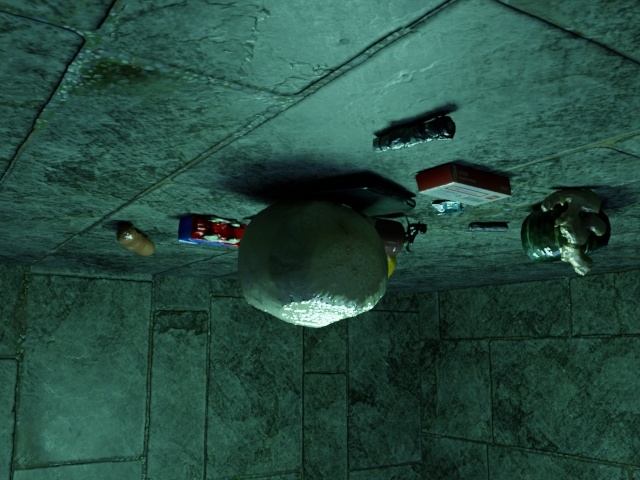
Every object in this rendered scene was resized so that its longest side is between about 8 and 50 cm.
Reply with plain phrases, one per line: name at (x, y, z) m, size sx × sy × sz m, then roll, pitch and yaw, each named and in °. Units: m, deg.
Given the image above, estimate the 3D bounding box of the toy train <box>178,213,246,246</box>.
toy train at (-0.351, -0.029, 2.079) m, size 0.204 × 0.083 × 0.131 m, roll 12°, pitch 164°, yaw -43°

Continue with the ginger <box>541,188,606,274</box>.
ginger at (0.702, -0.028, 1.709) m, size 0.149 × 0.259 × 0.065 m, roll -24°, pitch -163°, yaw 12°

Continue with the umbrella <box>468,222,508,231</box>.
umbrella at (0.565, -0.045, 2.134) m, size 0.133 × 0.031 × 0.036 m, roll 0°, pitch 144°, yaw 4°

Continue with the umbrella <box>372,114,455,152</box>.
umbrella at (0.171, -0.201, 1.210) m, size 0.050 × 0.046 × 0.188 m, roll -1°, pitch 178°, yaw -41°

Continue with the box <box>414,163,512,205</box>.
box at (0.351, -0.135, 1.561) m, size 0.229 × 0.050 × 0.123 m, roll 8°, pitch 165°, yaw -36°

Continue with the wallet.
wallet at (0.128, -0.115, 1.689) m, size 0.172 × 0.045 × 0.318 m, roll -2°, pitch 171°, yaw 31°

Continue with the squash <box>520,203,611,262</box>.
squash at (0.723, -0.020, 1.881) m, size 0.252 × 0.165 × 0.252 m, roll -2°, pitch 172°, yaw 0°

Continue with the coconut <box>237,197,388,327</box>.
coconut at (-0.023, 0.064, 1.736) m, size 0.415 × 0.345 × 0.415 m, roll 21°, pitch 169°, yaw 4°

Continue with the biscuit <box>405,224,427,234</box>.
biscuit at (0.324, -0.036, 2.189) m, size 0.089 × 0.027 × 0.087 m, roll -8°, pitch 168°, yaw 38°

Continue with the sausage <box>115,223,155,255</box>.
sausage at (-0.661, -0.002, 2.245) m, size 0.087 × 0.079 × 0.327 m, roll 11°, pitch 169°, yaw 2°

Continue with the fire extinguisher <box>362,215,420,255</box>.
fire extinguisher at (0.158, -0.026, 1.990) m, size 0.337 × 0.136 × 0.114 m, roll 9°, pitch 172°, yaw -18°

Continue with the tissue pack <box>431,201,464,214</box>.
tissue pack at (0.375, -0.093, 1.872) m, size 0.085 × 0.028 × 0.138 m, roll -4°, pitch 173°, yaw 18°

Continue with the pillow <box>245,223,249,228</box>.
pillow at (-0.172, -0.045, 2.074) m, size 0.135 × 0.055 × 0.091 m, roll 4°, pitch 138°, yaw -36°

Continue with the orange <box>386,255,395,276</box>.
orange at (0.156, 0.054, 2.216) m, size 0.219 × 0.193 × 0.219 m, roll 38°, pitch -172°, yaw -6°
